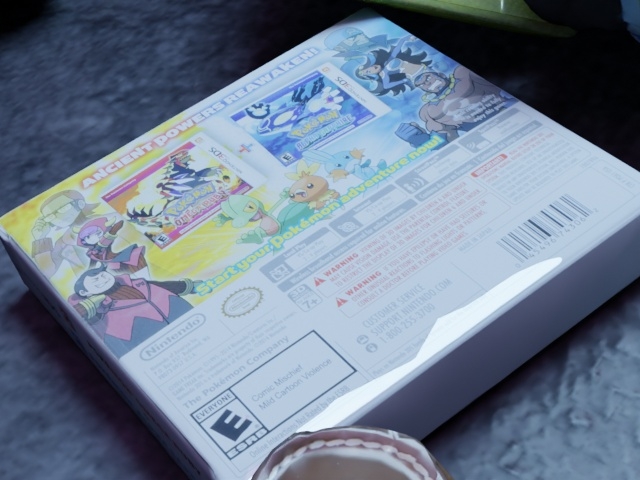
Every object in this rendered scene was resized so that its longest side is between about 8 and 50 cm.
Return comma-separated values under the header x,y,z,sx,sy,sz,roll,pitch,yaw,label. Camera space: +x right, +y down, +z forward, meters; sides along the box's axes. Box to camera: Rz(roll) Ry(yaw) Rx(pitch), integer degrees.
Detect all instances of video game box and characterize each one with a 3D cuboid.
x,y,z,sx,sy,sz,roll,pitch,yaw,label
0.000,0.000,0.483,0.205,0.048,0.187,-33,50,-20,video game box

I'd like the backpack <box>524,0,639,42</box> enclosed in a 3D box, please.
x,y,z,sx,sy,sz,roll,pitch,yaw,label
0.272,-0.190,0.496,0.355,0.273,0.290,-10,37,30,backpack

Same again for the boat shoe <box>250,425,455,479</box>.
x,y,z,sx,sy,sz,roll,pitch,yaw,label
0.013,0.170,0.252,0.123,0.116,0.324,-6,47,3,boat shoe

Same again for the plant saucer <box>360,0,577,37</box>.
x,y,z,sx,sy,sz,roll,pitch,yaw,label
0.033,-0.189,0.598,0.188,0.045,0.189,8,68,-16,plant saucer
